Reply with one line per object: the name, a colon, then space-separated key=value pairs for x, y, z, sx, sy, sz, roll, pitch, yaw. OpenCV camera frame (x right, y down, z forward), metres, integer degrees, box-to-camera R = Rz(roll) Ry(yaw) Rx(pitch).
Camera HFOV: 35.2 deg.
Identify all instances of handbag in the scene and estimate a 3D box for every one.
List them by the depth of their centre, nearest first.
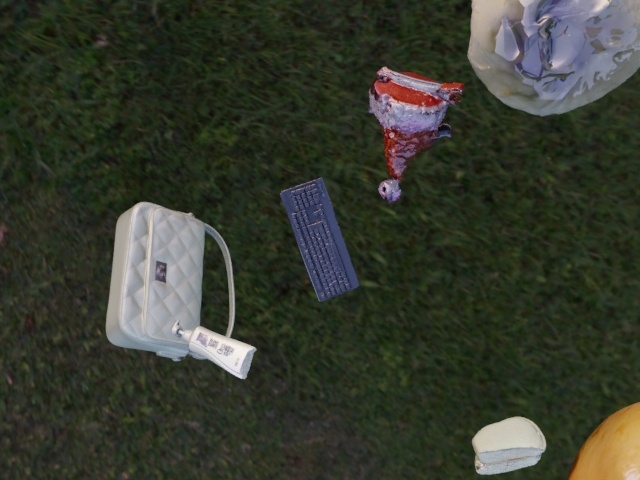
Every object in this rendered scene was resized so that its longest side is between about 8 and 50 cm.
handbag: x=-0.232 y=0.070 z=1.647 sx=0.219 sy=0.079 sz=0.256 roll=14 pitch=65 yaw=-32

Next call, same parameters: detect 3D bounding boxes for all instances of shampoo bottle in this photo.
shampoo bottle: x=-0.164 y=0.159 z=1.511 sx=0.034 sy=0.141 sz=0.049 roll=-6 pitch=115 yaw=-64

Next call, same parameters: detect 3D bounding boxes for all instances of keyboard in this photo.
keyboard: x=0.000 y=0.001 z=1.608 sx=0.074 sy=0.015 sz=0.196 roll=-18 pitch=108 yaw=2

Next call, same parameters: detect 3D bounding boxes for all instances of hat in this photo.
hat: x=0.135 y=-0.157 z=1.570 sx=0.140 sy=0.129 sz=0.227 roll=8 pitch=125 yaw=1

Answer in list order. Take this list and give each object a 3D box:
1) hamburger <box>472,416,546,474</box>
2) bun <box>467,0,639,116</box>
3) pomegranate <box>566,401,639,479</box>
hamburger: x=0.308 y=0.330 z=1.650 sx=0.121 sy=0.084 sz=0.054 roll=-13 pitch=120 yaw=16
bun: x=0.335 y=-0.296 z=1.432 sx=0.272 sy=0.168 sz=0.273 roll=6 pitch=124 yaw=10
pomegranate: x=0.268 y=0.195 z=0.679 sx=0.209 sy=0.209 sz=0.209 roll=-6 pitch=106 yaw=-21
